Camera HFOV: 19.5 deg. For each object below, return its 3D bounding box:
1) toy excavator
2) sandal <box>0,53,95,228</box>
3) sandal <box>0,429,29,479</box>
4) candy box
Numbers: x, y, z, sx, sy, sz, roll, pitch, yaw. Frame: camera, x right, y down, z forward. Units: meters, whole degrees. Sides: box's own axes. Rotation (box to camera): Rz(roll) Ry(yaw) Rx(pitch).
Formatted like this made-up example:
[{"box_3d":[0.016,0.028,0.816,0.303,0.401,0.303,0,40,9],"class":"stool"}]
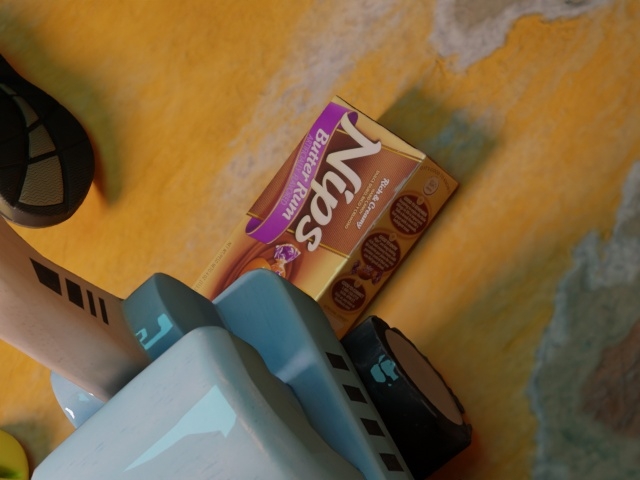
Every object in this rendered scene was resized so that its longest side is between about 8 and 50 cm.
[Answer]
[{"box_3d":[-0.106,0.084,1.104,0.222,0.445,0.433,-39,49,12],"class":"toy excavator"},{"box_3d":[-0.285,-0.092,1.574,0.303,0.120,0.086,46,124,44],"class":"sandal"},{"box_3d":[-0.300,0.271,1.354,0.126,0.138,0.317,-19,58,25],"class":"sandal"},{"box_3d":[0.000,0.000,1.338,0.187,0.053,0.109,-53,48,1],"class":"candy box"}]
